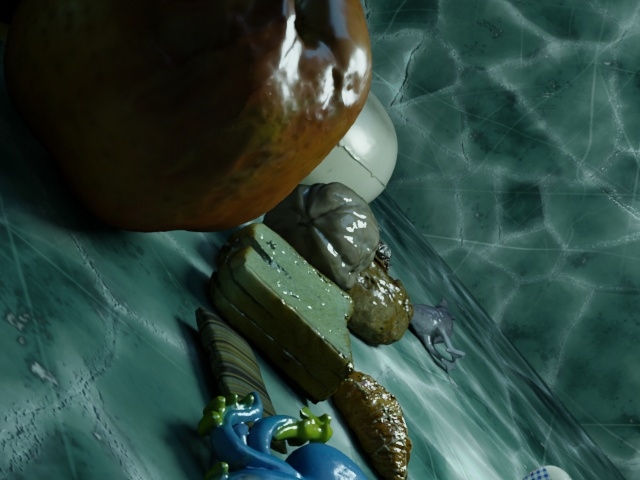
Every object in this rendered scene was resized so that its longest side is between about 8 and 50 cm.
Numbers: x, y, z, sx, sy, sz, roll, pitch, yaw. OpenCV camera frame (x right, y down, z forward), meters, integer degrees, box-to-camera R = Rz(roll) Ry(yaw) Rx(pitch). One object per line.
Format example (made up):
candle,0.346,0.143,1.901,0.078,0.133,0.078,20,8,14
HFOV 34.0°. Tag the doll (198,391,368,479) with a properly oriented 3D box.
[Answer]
doll,-0.019,0.314,1.131,0.346,0.099,0.341,49,24,24

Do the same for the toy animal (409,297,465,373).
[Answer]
toy animal,0.259,0.208,2.444,0.367,0.081,0.206,13,41,-58

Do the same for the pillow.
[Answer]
pillow,-0.103,0.179,1.335,0.113,0.038,0.203,43,14,-40

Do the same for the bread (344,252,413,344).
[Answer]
bread,0.092,0.099,2.080,0.230,0.123,0.230,43,13,-12

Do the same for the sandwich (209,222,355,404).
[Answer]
sandwich,-0.059,0.095,1.621,0.249,0.095,0.273,43,14,-11

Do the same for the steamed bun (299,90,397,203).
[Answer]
steamed bun,-0.004,-0.232,2.322,0.374,0.334,0.334,45,13,-15

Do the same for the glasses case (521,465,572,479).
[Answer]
glasses case,0.492,0.579,1.990,0.076,0.125,0.327,32,21,-56

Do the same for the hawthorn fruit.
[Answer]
hawthorn fruit,-0.166,-0.237,1.358,0.472,0.472,0.472,46,12,-13

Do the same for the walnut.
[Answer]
walnut,0.000,0.000,1.839,0.224,0.224,0.224,46,12,-13

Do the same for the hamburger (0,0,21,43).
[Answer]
hamburger,-0.413,-0.425,1.535,0.302,0.302,0.170,38,24,-42

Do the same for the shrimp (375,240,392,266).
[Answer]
shrimp,0.127,0.029,2.083,0.038,0.029,0.092,52,13,-18

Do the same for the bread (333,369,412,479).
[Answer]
bread,0.087,0.276,1.624,0.105,0.076,0.233,31,23,-51
